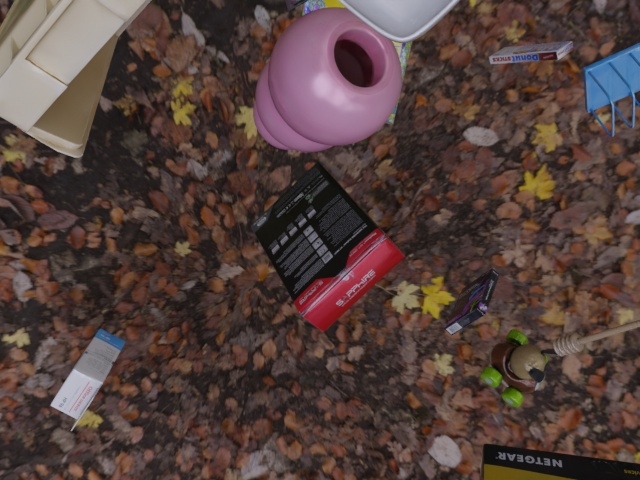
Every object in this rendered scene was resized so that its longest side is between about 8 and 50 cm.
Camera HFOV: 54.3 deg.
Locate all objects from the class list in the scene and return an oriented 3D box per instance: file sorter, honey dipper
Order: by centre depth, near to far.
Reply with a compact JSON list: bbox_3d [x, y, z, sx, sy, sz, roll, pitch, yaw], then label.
[{"bbox_3d":[0.420,0.141,0.930,0.030,0.160,0.030,15,62,-29],"label":"honey dipper"},{"bbox_3d":[0.602,-0.290,1.176,0.170,0.118,0.104,-23,52,10],"label":"file sorter"}]

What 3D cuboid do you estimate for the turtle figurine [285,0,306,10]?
[{"bbox_3d":[-0.085,-0.533,1.106,0.118,0.175,0.234,-23,107,16],"label":"turtle figurine"}]

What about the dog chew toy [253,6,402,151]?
[{"bbox_3d":[-0.012,-0.239,1.030,0.206,0.332,0.207,3,82,-24],"label":"dog chew toy"}]

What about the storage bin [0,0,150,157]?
[{"bbox_3d":[-0.197,-0.255,0.620,0.262,0.260,0.123,-32,132,29],"label":"storage bin"}]

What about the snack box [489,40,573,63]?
[{"bbox_3d":[0.474,-0.424,1.414,0.064,0.178,0.022,-34,119,-28],"label":"snack box"}]

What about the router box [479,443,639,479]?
[{"bbox_3d":[0.355,0.392,0.776,0.308,0.243,0.081,3,123,12],"label":"router box"}]

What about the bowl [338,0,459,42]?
[{"bbox_3d":[0.064,-0.232,0.471,0.142,0.053,0.142,45,102,8],"label":"bowl"}]

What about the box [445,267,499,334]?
[{"bbox_3d":[0.368,0.147,1.512,0.029,0.116,0.162,42,43,-3],"label":"box"}]

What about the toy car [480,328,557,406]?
[{"bbox_3d":[0.514,0.309,1.526,0.149,0.188,0.155,43,69,-5],"label":"toy car"}]

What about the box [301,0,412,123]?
[{"bbox_3d":[0.076,-0.483,1.607,0.279,0.177,0.290,9,116,-5],"label":"box"}]

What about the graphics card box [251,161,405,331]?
[{"bbox_3d":[0.000,0.000,1.364,0.233,0.371,0.094,-44,128,5],"label":"graphics card box"}]

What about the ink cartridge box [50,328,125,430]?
[{"bbox_3d":[-0.208,0.122,0.556,0.028,0.083,0.048,32,110,-12],"label":"ink cartridge box"}]
